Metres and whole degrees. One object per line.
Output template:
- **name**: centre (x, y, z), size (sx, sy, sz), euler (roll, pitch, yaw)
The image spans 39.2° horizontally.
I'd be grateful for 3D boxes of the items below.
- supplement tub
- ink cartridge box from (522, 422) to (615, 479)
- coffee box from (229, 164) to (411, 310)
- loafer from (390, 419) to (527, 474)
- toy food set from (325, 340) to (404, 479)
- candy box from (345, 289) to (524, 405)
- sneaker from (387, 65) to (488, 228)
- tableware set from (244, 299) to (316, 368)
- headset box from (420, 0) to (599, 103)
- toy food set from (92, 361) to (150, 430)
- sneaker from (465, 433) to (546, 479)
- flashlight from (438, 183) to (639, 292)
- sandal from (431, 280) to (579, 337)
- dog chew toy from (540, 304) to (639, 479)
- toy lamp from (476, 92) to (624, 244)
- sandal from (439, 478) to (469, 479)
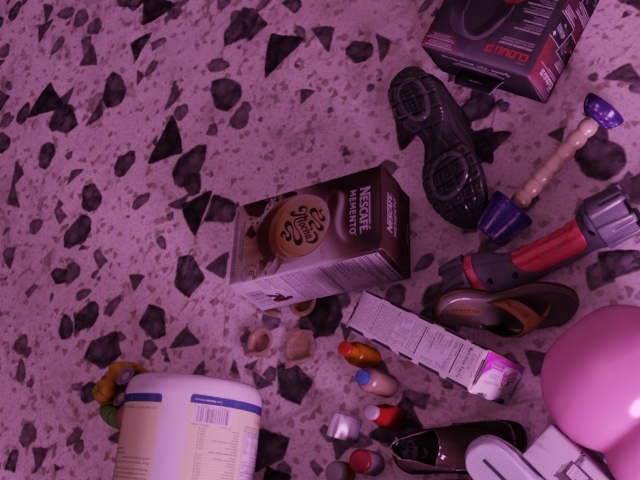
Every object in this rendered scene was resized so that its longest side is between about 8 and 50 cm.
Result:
- **supplement tub**: centre (-0.228, 0.396, 1.496), size (0.236, 0.235, 0.324), euler (-4, 71, 30)
- **ink cartridge box**: centre (0.365, 0.329, 1.238), size (0.063, 0.109, 0.150), euler (-51, 56, 8)
- **coffee box**: centre (0.000, 0.000, 1.558), size (0.297, 0.119, 0.168), euler (-15, 56, 26)
- **loafer**: centre (0.203, 0.317, 1.359), size (0.220, 0.078, 0.080), euler (-17, 65, 25)
- **toy food set**: centre (0.059, 0.283, 1.442), size (0.111, 0.104, 0.232), euler (12, 79, 34)
- **candy box**: centre (0.177, 0.164, 1.381), size (0.233, 0.159, 0.071), euler (26, 88, 34)
- **sneaker**: centre (0.220, -0.159, 1.504), size (0.109, 0.130, 0.286), euler (-22, 85, 34)
- **tableware set**: centre (-0.067, 0.147, 1.619), size (0.141, 0.020, 0.168), euler (-3, 72, 31)
- **headset box**: centre (0.325, -0.380, 1.515), size (0.218, 0.110, 0.293), euler (27, 88, 34)
- **toy food set**: centre (-0.363, 0.308, 1.708), size (0.218, 0.071, 0.128), euler (23, 86, 35)
- **sneaker**: centre (0.310, 0.371, 1.263), size (0.094, 0.091, 0.258), euler (-42, 83, 16)
- **flashlight**: centre (0.331, 0.015, 1.368), size (0.304, 0.103, 0.103), euler (-31, 98, 23)
- **sandal**: centre (0.278, 0.110, 1.342), size (0.220, 0.090, 0.060), euler (2, 38, -6)
- **dog chew toy**: centre (0.445, 0.245, 1.174), size (0.206, 0.207, 0.331), euler (-43, 64, 11)
- **toy lamp**: centre (0.356, -0.109, 1.421), size (0.274, 0.080, 0.080), euler (-49, 56, 5)
- **sandal**: centre (0.072, 0.460, 1.324), size (0.446, 0.107, 0.167), euler (-13, 75, 11)
